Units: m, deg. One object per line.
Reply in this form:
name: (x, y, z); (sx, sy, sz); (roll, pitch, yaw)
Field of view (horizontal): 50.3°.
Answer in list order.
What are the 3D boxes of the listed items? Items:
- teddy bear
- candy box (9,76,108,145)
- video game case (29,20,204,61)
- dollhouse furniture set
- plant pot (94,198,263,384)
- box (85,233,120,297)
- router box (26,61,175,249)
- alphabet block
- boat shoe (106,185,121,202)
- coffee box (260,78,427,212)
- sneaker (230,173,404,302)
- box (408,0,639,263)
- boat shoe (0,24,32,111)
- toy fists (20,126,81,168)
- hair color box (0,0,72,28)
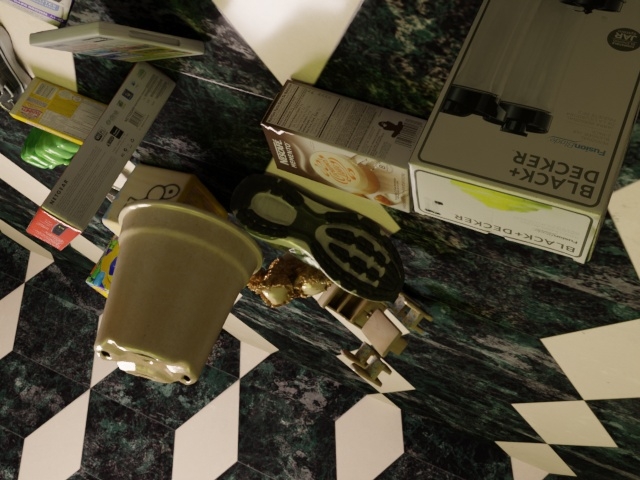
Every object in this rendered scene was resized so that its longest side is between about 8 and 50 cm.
teddy bear: (-0.063, 0.082, 1.667); (0.245, 0.113, 0.338); (-15, -177, 17)
candy box: (-0.577, -0.286, 1.516); (0.205, 0.105, 0.027); (22, 164, 12)
video game case: (-0.329, -0.319, 1.104); (0.212, 0.023, 0.193); (8, -172, 41)
dollhouse furniture set: (0.116, 0.194, 1.695); (0.161, 0.212, 0.242); (35, -175, -25)
plant pot: (-0.324, 0.129, 1.459); (0.333, 0.305, 0.334); (12, 153, 6)
box: (-0.479, 0.081, 2.034); (0.290, 0.279, 0.177); (15, 157, 26)
router box: (-0.434, -0.155, 1.327); (0.082, 0.335, 0.301); (33, 159, -20)
alphabet block: (-0.387, -0.058, 1.720); (0.197, 0.192, 0.193); (15, 158, 32)
boat shoe: (-0.524, -0.075, 1.897); (0.081, 0.069, 0.228); (17, 160, 41)
coffee box: (0.045, -0.151, 1.095); (0.246, 0.098, 0.141); (20, 158, 18)
sneaker: (0.000, 0.000, 1.493); (0.410, 0.158, 0.182); (32, 170, 4)
box: (0.214, -0.141, 0.640); (0.169, 0.290, 0.087); (20, 159, 20)
boat shoe: (-0.728, -0.359, 1.501); (0.121, 0.119, 0.335); (26, 160, 2)
toy fists: (-0.633, -0.243, 1.635); (0.279, 0.142, 0.096); (1, 148, 50)
hair color box: (-0.397, -0.428, 0.905); (0.185, 0.110, 0.339); (20, 162, -22)
